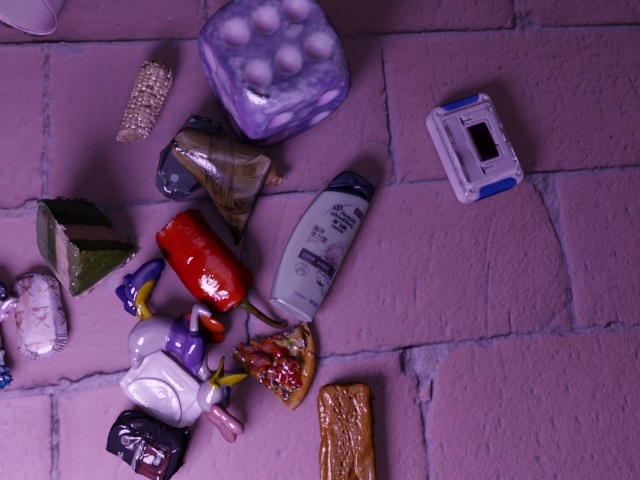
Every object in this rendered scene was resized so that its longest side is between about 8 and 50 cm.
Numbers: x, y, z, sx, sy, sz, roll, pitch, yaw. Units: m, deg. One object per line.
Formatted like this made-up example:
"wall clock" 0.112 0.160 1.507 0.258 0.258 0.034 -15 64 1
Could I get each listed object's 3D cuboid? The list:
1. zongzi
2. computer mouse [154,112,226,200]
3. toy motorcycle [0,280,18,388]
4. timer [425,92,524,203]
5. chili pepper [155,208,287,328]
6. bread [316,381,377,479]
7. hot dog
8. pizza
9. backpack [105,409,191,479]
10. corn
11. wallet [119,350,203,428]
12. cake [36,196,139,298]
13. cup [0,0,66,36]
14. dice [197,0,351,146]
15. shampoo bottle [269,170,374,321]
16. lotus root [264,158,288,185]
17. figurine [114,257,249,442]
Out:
"zongzi" -0.244 -0.123 1.542 0.221 0.112 0.242 17 115 -14
"computer mouse" -0.302 -0.192 1.607 0.126 0.071 0.231 34 68 -14
"toy motorcycle" -0.703 0.219 1.446 0.204 0.108 0.239 38 100 6
"timer" 0.384 -0.232 1.707 0.178 0.078 0.253 -20 81 -12
"chili pepper" -0.220 0.091 1.525 0.134 0.131 0.338 -38 86 -13
"bread" 0.064 0.448 1.517 0.139 0.077 0.271 -2 80 -12
"hot dog" -0.607 0.162 1.493 0.108 0.059 0.191 -11 77 -13
"pizza" -0.103 0.276 1.535 0.193 0.053 0.201 4 81 -12
"backpack" -0.363 0.428 1.440 0.165 0.106 0.120 18 114 0
"corn" -0.405 -0.320 1.611 0.087 0.087 0.211 16 78 -4
"wallet" -0.337 0.329 1.509 0.183 0.032 0.124 40 73 3
"cake" -0.530 0.021 1.430 0.172 0.283 0.158 -43 86 2
"cup" -0.658 -0.650 1.578 0.253 0.253 0.274 24 67 -2
"dice" -0.107 -0.390 1.570 0.270 0.271 0.270 -28 83 -13
"shampoo bottle" 0.000 0.000 1.588 0.134 0.078 0.359 32 72 -15
"lotus root" -0.150 -0.172 1.625 0.150 0.062 0.073 29 76 0
"figurine" -0.289 0.233 1.460 0.421 0.154 0.193 42 65 7
